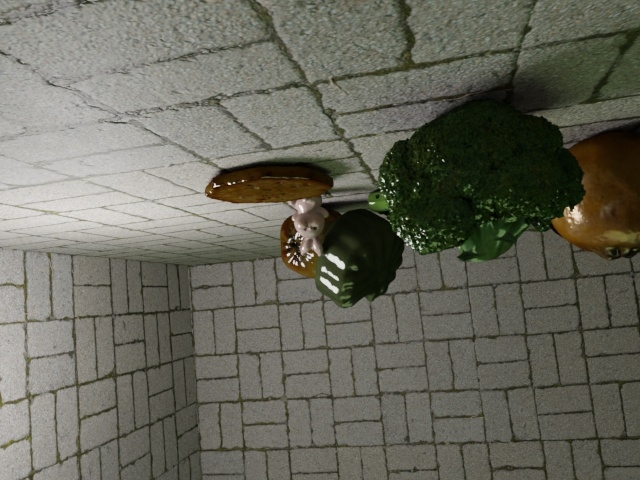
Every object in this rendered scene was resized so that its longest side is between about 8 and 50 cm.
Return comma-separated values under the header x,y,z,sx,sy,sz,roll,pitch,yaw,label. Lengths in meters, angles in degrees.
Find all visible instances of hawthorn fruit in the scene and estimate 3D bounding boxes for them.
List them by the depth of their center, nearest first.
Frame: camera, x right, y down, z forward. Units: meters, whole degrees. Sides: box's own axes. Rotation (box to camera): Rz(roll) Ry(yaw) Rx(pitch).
x,y,z,sx,sy,sz,roll,pitch,yaw,label
0.000,0.000,2.094,0.267,0.268,0.300,-10,176,41,hawthorn fruit

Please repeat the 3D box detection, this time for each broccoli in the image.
x,y,z,sx,sy,sz,roll,pitch,yaw,label
0.293,-0.114,1.073,0.413,0.321,0.310,-26,156,-25,broccoli

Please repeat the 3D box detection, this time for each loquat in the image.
x,y,z,sx,sy,sz,roll,pitch,yaw,label
0.724,-0.112,1.376,0.327,0.329,0.328,-5,174,-1,loquat

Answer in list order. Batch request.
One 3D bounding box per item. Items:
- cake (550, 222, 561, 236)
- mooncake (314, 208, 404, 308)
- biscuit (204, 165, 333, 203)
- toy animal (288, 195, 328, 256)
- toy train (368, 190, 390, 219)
x,y,z,sx,sy,sz,roll,pitch,yaw,label
0.929,-0.125,2.024,0.178,0.208,0.185,-32,178,-13,cake
0.145,0.064,1.931,0.187,0.352,0.351,30,-163,36,mooncake
-0.141,-0.149,1.523,0.358,0.046,0.359,-5,174,-1,biscuit
-0.031,-0.051,1.780,0.124,0.213,0.124,-9,180,0,toy animal
0.278,-0.134,1.823,0.253,0.105,0.157,-8,162,37,toy train
